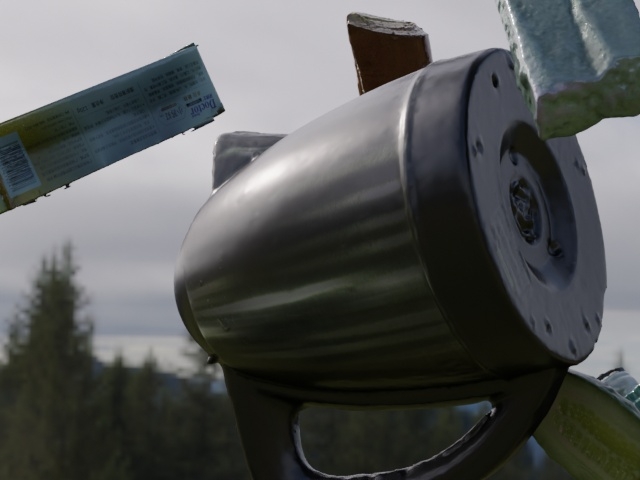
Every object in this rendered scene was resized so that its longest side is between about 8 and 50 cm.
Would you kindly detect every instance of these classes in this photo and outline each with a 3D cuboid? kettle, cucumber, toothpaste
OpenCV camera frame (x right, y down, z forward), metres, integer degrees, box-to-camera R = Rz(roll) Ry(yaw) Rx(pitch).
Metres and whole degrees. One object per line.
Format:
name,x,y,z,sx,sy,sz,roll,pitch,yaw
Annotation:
kettle,0.032,0.025,1.049,0.271,0.250,0.207,-14,25,29
cucumber,0.173,0.115,1.027,0.107,0.067,0.035,40,34,24
toothpaste,-0.226,-0.112,1.595,0.071,0.089,0.313,-20,7,45

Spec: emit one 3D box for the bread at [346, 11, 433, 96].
bread,0.090,-0.204,1.891,0.119,0.192,0.067,-38,44,-24

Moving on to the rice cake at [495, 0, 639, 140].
rice cake,0.141,-0.153,0.948,0.085,0.226,0.040,-12,-42,3

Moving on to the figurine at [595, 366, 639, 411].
figurine,0.432,0.259,1.952,0.110,0.137,0.245,-23,44,-24
